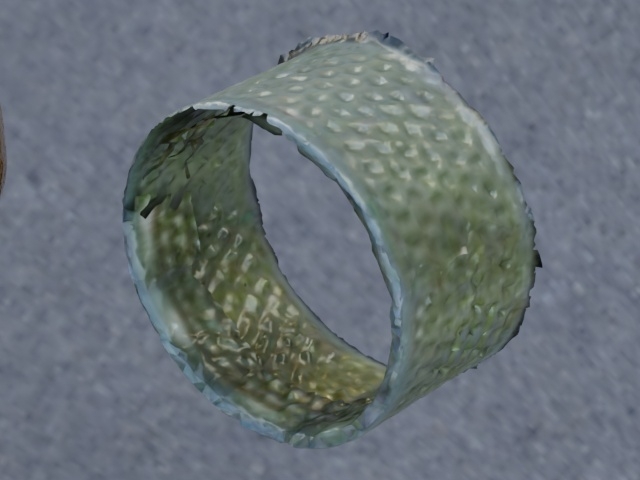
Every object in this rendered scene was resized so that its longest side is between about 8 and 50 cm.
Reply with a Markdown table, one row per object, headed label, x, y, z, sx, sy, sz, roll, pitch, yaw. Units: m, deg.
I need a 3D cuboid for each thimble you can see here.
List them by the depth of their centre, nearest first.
| label | x | y | z | sx | sy | sz | roll | pitch | yaw |
| --- | --- | --- | --- | --- | --- | --- | --- | --- | --- |
| thimble | 0.000 | 0.000 | 1.367 | 0.271 | 0.270 | 0.150 | 22 | 34 | 35 |

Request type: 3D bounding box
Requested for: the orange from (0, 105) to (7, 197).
| label | x | y | z | sx | sy | sz | roll | pitch | yaw |
| --- | --- | --- | --- | --- | --- | --- | --- | --- | --- |
| orange | -0.317 | -0.066 | 1.207 | 0.264 | 0.264 | 0.264 | -13 | 61 | 23 |
